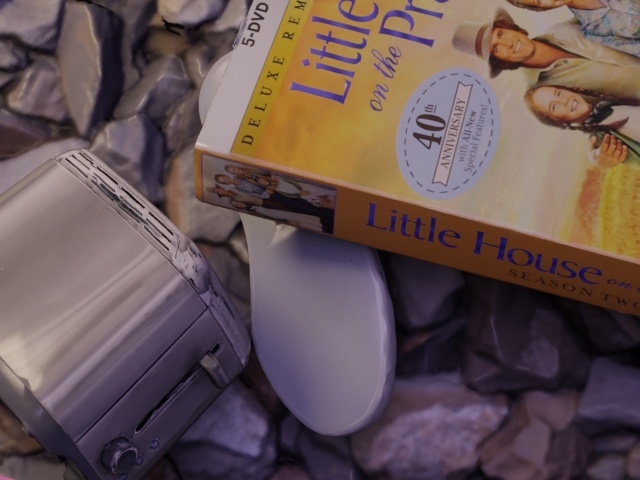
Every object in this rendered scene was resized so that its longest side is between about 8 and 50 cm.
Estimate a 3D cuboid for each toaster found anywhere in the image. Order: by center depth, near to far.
[{"bbox_3d":[-0.149,0.044,1.198,0.146,0.129,0.227,-40,50,-13],"label":"toaster"}]

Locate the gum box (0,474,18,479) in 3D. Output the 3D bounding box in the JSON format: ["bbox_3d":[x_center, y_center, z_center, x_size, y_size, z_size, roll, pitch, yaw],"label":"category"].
[{"bbox_3d":[-0.231,0.184,1.161,0.188,0.062,0.107,8,72,39],"label":"gum box"}]

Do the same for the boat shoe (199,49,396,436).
[{"bbox_3d":[0.000,0.000,1.239,0.095,0.084,0.258,-20,72,21],"label":"boat shoe"}]

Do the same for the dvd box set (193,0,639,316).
[{"bbox_3d":[0.168,-0.105,1.193,0.420,0.062,0.308,15,57,8],"label":"dvd box set"}]
